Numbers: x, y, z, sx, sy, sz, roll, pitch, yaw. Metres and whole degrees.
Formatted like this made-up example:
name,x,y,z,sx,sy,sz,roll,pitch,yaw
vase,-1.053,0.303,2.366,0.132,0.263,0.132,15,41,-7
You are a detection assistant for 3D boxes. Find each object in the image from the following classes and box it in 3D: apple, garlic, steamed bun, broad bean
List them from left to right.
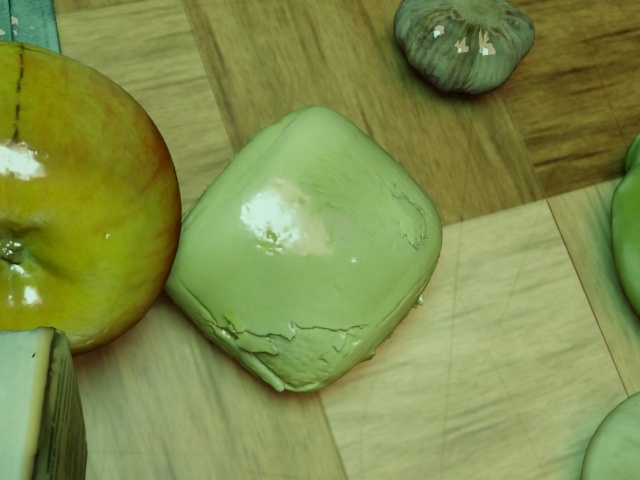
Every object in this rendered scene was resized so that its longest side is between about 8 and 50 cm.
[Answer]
name,x,y,z,sx,sy,sz,roll,pitch,yaw
apple,-0.254,-0.028,0.856,0.286,0.286,0.233,-9,30,-15
steamed bun,0.000,0.000,0.982,0.232,0.166,0.273,43,66,3
garlic,0.155,-0.224,1.140,0.159,0.102,0.147,-14,62,-31
broad bean,0.423,-0.003,1.130,0.238,0.119,0.291,-7,76,-27

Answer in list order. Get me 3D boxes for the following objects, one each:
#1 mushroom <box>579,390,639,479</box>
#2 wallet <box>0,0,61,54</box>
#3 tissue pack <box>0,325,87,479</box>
name,x,y,z,sx,sy,sz,roll,pitch,yaw
mushroom,0.377,0.251,0.987,0.246,0.202,0.246,2,66,-5
wallet,-0.416,-0.149,0.969,0.342,0.075,0.237,-5,76,-18
tissue pack,-0.293,0.239,0.730,0.238,0.239,0.306,7,50,-13
